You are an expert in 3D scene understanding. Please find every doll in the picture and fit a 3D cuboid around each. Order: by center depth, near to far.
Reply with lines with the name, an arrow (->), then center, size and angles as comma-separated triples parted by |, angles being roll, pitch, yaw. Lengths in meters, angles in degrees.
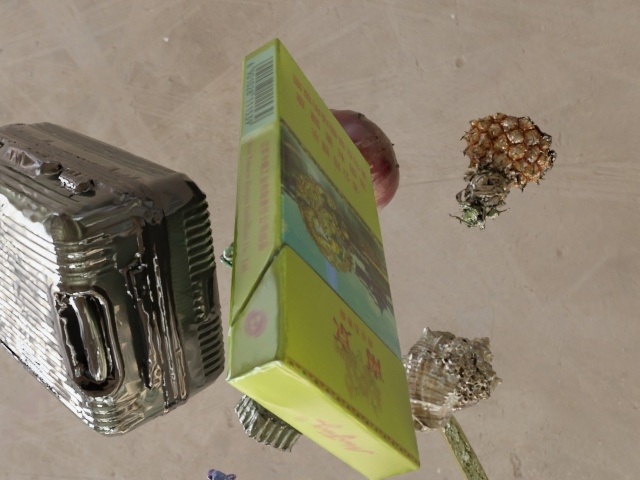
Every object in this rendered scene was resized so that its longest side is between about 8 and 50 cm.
doll -> -0.140, 0.400, 0.955 | 0.110, 0.067, 0.206 | 65, 155, 11

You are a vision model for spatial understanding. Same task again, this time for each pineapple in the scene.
pineapple -> 0.439, -0.156, 1.630 | 0.262, 0.262, 0.272 | 27, 63, 16

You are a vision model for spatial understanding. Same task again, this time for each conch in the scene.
conch -> 0.247, 0.267, 1.233 | 0.178, 0.163, 0.245 | 36, 71, 24

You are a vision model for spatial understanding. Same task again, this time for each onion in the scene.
onion -> 0.026, -0.190, 1.800 | 0.385, 0.348, 0.348 | -36, 82, -13

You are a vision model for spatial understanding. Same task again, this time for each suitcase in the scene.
suitcase -> -0.216, 0.012, 0.539 | 0.312, 0.128, 0.202 | 21, 124, 40

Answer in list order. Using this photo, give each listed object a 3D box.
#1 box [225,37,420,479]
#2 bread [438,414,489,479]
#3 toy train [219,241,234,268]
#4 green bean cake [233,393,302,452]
box -> 0.000, 0.000, 0.512 | 0.047, 0.187, 0.335 | -23, 45, 20
bread -> 0.361, 0.545, 1.540 | 0.056, 0.207, 0.286 | -26, 74, 1
toy train -> -0.181, 0.069, 1.910 | 0.177, 0.285, 0.116 | 42, 102, 20
green bean cake -> -0.157, 0.543, 1.914 | 0.173, 0.181, 0.094 | 32, 94, -27
